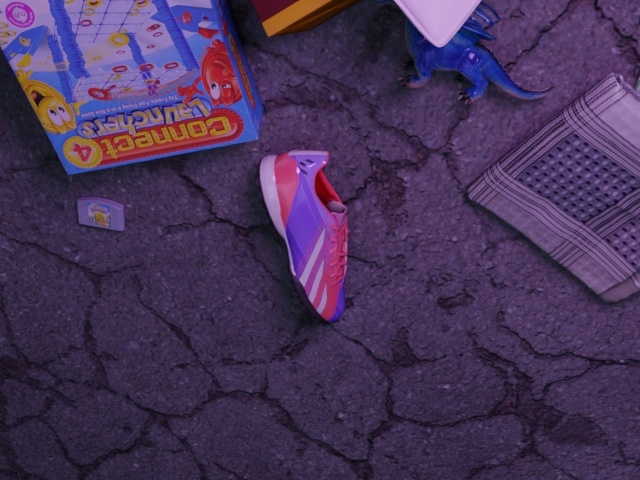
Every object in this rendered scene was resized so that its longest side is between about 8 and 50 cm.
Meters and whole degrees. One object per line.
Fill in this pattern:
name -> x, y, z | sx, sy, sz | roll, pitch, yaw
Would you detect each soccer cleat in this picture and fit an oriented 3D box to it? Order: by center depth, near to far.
soccer cleat -> 0.000, 0.000, 1.497 | 0.116, 0.109, 0.318 | -11, 120, 16

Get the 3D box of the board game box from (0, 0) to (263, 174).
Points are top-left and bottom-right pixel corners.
board game box -> -0.270, -0.258, 1.330 | 0.308, 0.086, 0.302 | -10, 131, 10

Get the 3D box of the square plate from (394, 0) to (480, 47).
square plate -> 0.109, -0.451, 1.049 | 0.347, 0.344, 0.049 | 43, 165, -18

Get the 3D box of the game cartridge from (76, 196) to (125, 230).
game cartridge -> -0.374, -0.047, 1.604 | 0.083, 0.017, 0.056 | 9, 123, 6

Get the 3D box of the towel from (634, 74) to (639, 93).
towel -> 0.555, -0.218, 1.245 | 0.247, 0.038, 0.325 | 14, 128, 4

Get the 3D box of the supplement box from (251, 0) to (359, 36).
supplement box -> -0.008, -0.384, 1.160 | 0.191, 0.129, 0.194 | -24, 94, 27

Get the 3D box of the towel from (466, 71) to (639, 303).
towel -> 0.420, -0.052, 1.355 | 0.324, 0.056, 0.312 | 35, 136, -14

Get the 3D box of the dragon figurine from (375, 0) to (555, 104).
dragon figurine -> 0.190, -0.270, 1.263 | 0.289, 0.085, 0.144 | 17, 128, 3

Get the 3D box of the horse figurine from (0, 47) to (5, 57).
horse figurine -> -0.391, -0.376, 1.335 | 0.174, 0.066, 0.263 | 18, 125, 2
